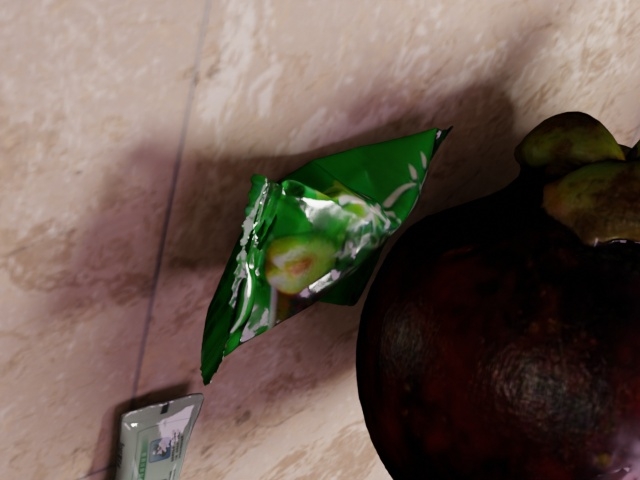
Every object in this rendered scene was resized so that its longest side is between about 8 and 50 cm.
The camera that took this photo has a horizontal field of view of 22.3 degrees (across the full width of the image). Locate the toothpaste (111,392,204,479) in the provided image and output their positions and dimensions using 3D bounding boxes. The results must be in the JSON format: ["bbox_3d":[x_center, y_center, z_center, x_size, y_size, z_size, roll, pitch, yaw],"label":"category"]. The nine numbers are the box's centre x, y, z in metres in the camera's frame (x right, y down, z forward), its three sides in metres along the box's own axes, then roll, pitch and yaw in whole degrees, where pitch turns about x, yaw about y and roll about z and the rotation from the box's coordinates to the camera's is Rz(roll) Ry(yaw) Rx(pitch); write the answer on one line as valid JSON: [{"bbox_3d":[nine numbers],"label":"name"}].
[{"bbox_3d":[-0.128,0.190,1.144,0.064,0.041,0.218,-11,134,-31],"label":"toothpaste"}]

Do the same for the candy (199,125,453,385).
[{"bbox_3d":[-0.002,-0.004,1.007,0.141,0.078,0.203,-49,164,32],"label":"candy"}]

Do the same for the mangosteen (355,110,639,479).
[{"bbox_3d":[0.171,0.071,1.088,0.311,0.311,0.311,-28,146,-21],"label":"mangosteen"}]
